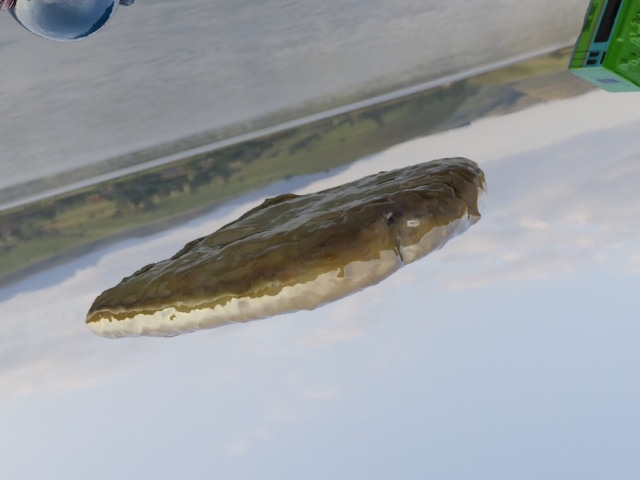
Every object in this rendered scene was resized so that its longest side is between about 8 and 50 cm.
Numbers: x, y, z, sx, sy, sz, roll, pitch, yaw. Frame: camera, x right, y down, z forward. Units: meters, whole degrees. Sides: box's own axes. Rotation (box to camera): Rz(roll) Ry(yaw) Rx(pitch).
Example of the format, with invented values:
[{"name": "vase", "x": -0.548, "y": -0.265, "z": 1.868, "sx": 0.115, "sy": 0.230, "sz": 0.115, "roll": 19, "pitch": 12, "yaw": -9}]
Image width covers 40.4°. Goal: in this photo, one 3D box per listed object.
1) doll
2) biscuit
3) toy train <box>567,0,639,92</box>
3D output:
[{"name": "doll", "x": -0.198, "y": -0.184, "z": 0.590, "sx": 0.151, "sy": 0.086, "sz": 0.114, "roll": 9, "pitch": 168, "yaw": -30}, {"name": "biscuit", "x": 0.000, "y": 0.001, "z": 1.095, "sx": 0.446, "sy": 0.104, "sz": 0.429, "roll": -12, "pitch": -168, "yaw": 34}, {"name": "toy train", "x": 0.229, "y": -0.206, "z": 0.588, "sx": 0.044, "sy": 0.209, "sz": 0.042, "roll": 19, "pitch": 180, "yaw": -28}]
